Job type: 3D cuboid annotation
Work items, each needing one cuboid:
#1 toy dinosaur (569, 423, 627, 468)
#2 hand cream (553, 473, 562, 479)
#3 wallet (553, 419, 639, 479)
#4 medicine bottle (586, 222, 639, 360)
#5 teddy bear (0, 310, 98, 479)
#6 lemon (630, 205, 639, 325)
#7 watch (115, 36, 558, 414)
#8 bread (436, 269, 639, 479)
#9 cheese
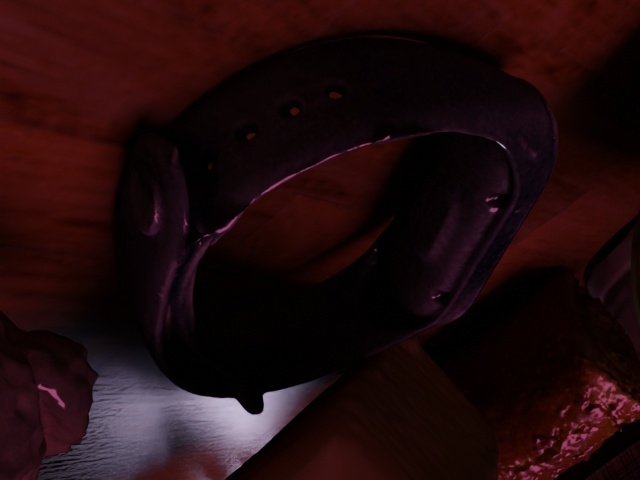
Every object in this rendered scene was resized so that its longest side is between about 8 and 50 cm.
[{"bbox_3d":[0.190,0.149,0.923,0.329,0.144,0.076,8,177,-1],"label":"toy dinosaur"},{"bbox_3d":[0.084,0.217,0.893,0.275,0.079,0.050,-2,-166,8],"label":"hand cream"},{"bbox_3d":[0.263,0.258,0.851,0.124,0.230,0.042,-33,-163,-14],"label":"wallet"},{"bbox_3d":[0.360,0.118,0.791,0.190,0.332,0.190,-24,157,-11],"label":"medicine bottle"},{"bbox_3d":[-0.198,0.112,0.378,0.267,0.151,0.236,-37,150,29],"label":"teddy bear"},{"bbox_3d":[0.349,0.012,0.559,0.364,0.364,0.364,-24,156,-11],"label":"lemon"},{"bbox_3d":[0.000,0.000,0.482,0.193,0.068,0.206,-11,148,-29],"label":"watch"},{"bbox_3d":[0.145,0.119,0.797,0.103,0.132,0.172,40,115,-19],"label":"bread"},{"bbox_3d":[-0.063,0.206,0.596,0.384,0.104,0.384,-40,175,-4],"label":"cheese"}]
